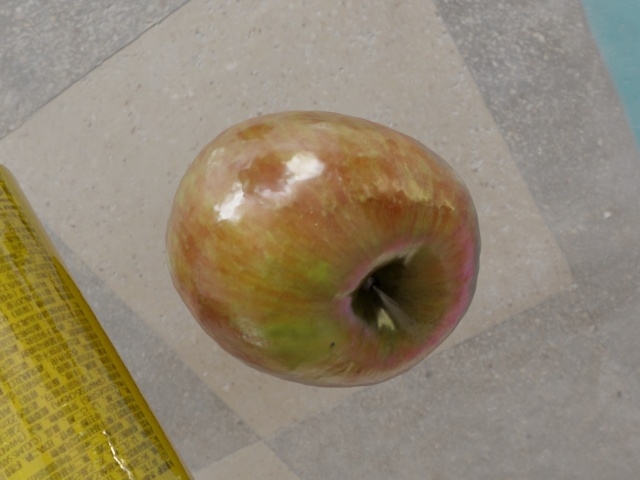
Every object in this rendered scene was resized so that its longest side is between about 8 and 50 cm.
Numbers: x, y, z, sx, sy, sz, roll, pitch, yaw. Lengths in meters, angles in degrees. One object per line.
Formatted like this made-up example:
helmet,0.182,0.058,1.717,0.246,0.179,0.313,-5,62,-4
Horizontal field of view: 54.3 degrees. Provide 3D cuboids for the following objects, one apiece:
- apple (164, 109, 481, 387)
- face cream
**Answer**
apple,0.000,0.000,0.640,0.277,0.250,0.309,-51,128,3
face cream,-0.161,0.116,0.391,0.105,0.105,0.348,-38,80,19
